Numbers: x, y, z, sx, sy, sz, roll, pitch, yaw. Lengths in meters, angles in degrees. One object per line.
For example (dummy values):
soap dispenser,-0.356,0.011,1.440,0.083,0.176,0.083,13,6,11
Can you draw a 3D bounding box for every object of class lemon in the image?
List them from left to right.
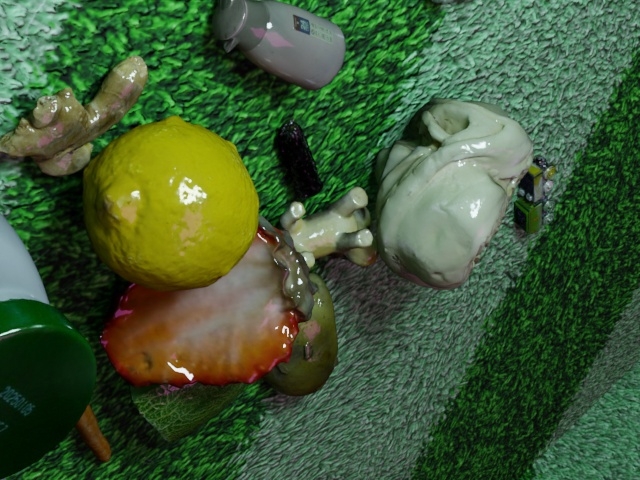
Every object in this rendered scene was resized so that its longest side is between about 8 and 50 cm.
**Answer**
lemon,-0.200,-0.045,1.410,0.233,0.233,0.288,-57,157,10

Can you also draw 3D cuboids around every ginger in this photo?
ginger,-0.307,-0.163,1.332,0.214,0.059,0.133,-46,150,-3

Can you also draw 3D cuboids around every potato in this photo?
potato,-0.027,0.201,1.945,0.160,0.111,0.272,-28,141,-31

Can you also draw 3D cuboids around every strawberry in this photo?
strawberry,-0.177,0.098,1.629,0.336,0.265,0.149,-26,-172,1

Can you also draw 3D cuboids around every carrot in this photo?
carrot,-0.381,0.299,1.700,0.043,0.043,0.248,-36,146,-19

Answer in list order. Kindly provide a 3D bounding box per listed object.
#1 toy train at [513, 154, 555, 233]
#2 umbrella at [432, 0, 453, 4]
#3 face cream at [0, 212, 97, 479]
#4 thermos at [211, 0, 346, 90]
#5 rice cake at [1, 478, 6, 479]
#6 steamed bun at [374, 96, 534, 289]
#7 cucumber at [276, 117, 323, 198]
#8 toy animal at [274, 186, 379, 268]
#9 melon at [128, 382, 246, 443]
toy train,0.460,-0.098,2.252,0.081,0.060,0.202,-31,140,-17
umbrella,0.233,-0.421,1.701,0.143,0.062,0.067,-26,108,-29
face cream,-0.428,0.080,1.159,0.219,0.357,0.312,-19,136,-36
thermos,-0.063,-0.301,1.457,0.193,0.105,0.137,14,85,-46
rice cake,-0.528,0.396,1.623,0.080,0.042,0.222,-15,133,-34
steamed bun,0.211,-0.098,1.801,0.352,0.247,0.339,-59,173,-2
cucumber,-0.033,-0.130,1.681,0.053,0.053,0.181,-38,143,-17
toy animal,0.014,-0.006,1.775,0.233,0.121,0.168,-12,169,-34
melon,-0.170,0.191,1.762,0.323,0.124,0.196,-40,152,-11
